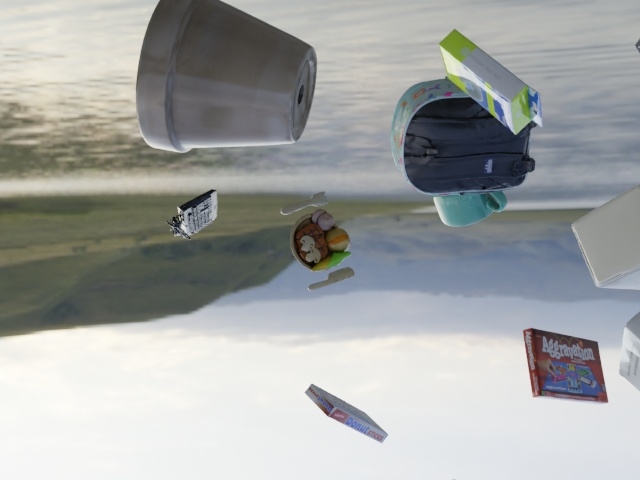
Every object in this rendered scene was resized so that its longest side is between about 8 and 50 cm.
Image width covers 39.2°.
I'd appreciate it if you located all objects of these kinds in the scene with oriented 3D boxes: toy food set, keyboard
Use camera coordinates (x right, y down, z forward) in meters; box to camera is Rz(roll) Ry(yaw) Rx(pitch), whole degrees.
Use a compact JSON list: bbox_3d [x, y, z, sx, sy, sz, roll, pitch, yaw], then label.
[{"bbox_3d":[0.000,0.000,1.869,0.132,0.192,0.038,-20,180,-28],"label":"toy food set"},{"bbox_3d":[-0.221,-0.033,1.603,0.100,0.038,0.192,-29,171,-11],"label":"keyboard"}]

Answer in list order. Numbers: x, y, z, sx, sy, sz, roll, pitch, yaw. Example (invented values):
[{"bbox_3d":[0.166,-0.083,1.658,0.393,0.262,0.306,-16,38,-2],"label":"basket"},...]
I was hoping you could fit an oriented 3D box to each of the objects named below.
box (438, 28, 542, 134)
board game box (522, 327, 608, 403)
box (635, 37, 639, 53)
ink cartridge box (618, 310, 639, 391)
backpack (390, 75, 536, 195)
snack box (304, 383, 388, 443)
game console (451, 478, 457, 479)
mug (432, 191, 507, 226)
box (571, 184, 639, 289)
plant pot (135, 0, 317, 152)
[{"bbox_3d":[0.264,-0.240,1.391,0.178,0.042,0.109,46,177,26],"label":"box"},{"bbox_3d":[0.539,0.278,1.962,0.281,0.145,0.027,14,153,-43],"label":"board game box"},{"bbox_3d":[0.607,-0.324,1.580,0.029,0.116,0.162,-28,-171,38],"label":"box"},{"bbox_3d":[0.472,0.136,0.834,0.223,0.307,0.129,-38,148,-8],"label":"ink cartridge box"},{"bbox_3d":[0.261,-0.205,1.723,0.253,0.225,0.191,-9,-149,-11],"label":"backpack"},{"bbox_3d":[0.044,0.277,1.433,0.064,0.022,0.178,40,-179,40],"label":"snack box"},{"bbox_3d":[0.259,0.508,1.312,0.293,0.173,0.250,38,172,16],"label":"game console"},{"bbox_3d":[0.318,-0.109,1.930,0.157,0.097,0.129,-15,-150,20],"label":"mug"},{"bbox_3d":[0.455,0.004,1.169,0.275,0.094,0.113,6,148,-45],"label":"box"},{"bbox_3d":[-0.164,-0.311,1.736,0.280,0.323,0.323,12,-176,9],"label":"plant pot"}]
